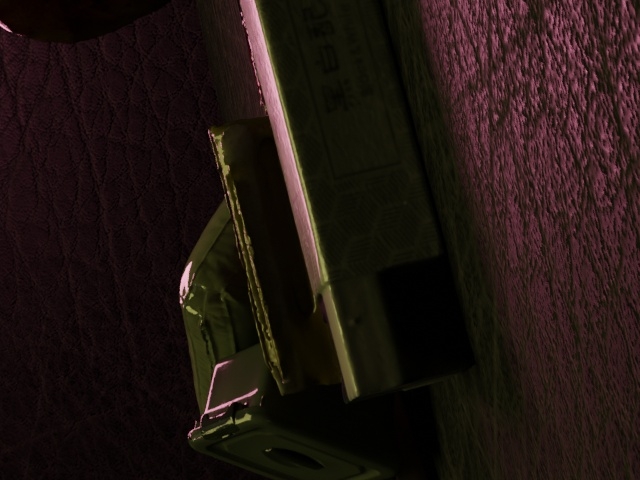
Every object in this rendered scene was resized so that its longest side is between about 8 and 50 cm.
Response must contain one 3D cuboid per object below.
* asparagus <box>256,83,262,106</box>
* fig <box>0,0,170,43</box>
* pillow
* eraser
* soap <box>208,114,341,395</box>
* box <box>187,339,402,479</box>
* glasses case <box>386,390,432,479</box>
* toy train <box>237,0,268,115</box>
[{"bbox_3d":[-0.078,-0.267,2.364,0.034,0.027,0.236,-72,-24,-59],"label":"asparagus"},{"bbox_3d":[-0.160,-0.303,1.501,0.217,0.217,0.321,82,-162,-47],"label":"fig"},{"bbox_3d":[-0.042,0.041,1.898,0.255,0.120,0.322,-60,-18,-28],"label":"pillow"},{"bbox_3d":[0.014,-0.086,1.487,0.098,0.096,0.404,124,133,-80],"label":"eraser"},{"bbox_3d":[0.000,0.000,1.644,0.076,0.135,0.233,-126,22,-76],"label":"soap"},{"bbox_3d":[-0.018,0.153,1.767,0.124,0.172,0.093,-25,49,47],"label":"box"},{"bbox_3d":[0.062,0.218,1.867,0.113,0.075,0.297,86,170,-57],"label":"glasses case"},{"bbox_3d":[-0.047,-0.296,1.648,0.089,0.086,0.409,-116,13,-70],"label":"toy train"}]
